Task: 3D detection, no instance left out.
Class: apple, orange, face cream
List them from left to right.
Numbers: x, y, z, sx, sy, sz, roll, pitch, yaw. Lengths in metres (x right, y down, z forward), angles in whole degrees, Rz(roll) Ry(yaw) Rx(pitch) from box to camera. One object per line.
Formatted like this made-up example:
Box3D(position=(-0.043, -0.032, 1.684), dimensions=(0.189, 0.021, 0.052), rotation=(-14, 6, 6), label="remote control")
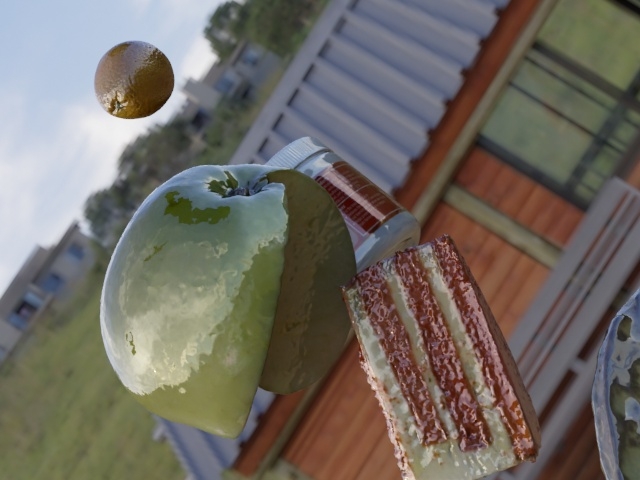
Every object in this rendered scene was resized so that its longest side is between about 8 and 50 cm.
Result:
Box3D(position=(-0.182, -0.154, 1.320), dimensions=(0.085, 0.085, 0.085), rotation=(-57, -3, -5), label="orange")
Box3D(position=(-0.109, 0.052, 1.438), dimensions=(0.295, 0.233, 0.258), rotation=(-36, -48, -63), label="apple")
Box3D(position=(0.000, 0.000, 1.730), dimensions=(0.201, 0.187, 0.201), rotation=(-46, -15, -16), label="face cream")

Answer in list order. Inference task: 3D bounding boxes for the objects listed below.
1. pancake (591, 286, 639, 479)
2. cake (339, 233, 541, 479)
Box3D(position=(0.285, 0.113, 0.722), dimensions=(0.288, 0.286, 0.033), rotation=(-23, -24, -23), label="pancake")
Box3D(position=(0.128, 0.151, 1.466), dimensions=(0.158, 0.262, 0.159), rotation=(-23, 32, 9), label="cake")
